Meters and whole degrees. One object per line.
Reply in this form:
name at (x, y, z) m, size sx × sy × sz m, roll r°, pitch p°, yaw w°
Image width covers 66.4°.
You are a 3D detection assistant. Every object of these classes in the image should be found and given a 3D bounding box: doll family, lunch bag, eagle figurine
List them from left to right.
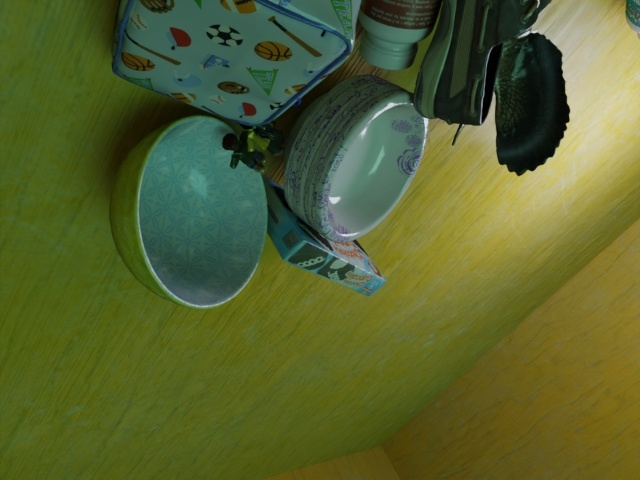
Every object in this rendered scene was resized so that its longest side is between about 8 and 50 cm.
lunch bag at (-0.101, -0.239, 0.564) m, size 0.243 × 0.115 × 0.303 m, roll 13°, pitch 169°, yaw -27°
doll family at (-0.091, -0.201, 0.769) m, size 0.111 × 0.076 × 0.193 m, roll 30°, pitch 70°, yaw -56°
eagle figurine at (0.318, -0.298, 0.890) m, size 0.225 × 0.226 × 0.298 m, roll -8°, pitch 136°, yaw 28°

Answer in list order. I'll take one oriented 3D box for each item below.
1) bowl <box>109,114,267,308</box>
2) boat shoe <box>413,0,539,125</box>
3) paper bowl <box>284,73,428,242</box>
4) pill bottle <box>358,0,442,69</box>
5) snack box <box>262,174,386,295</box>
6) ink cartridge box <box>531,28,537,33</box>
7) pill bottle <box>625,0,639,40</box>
bowl at (-0.227, -0.043, 0.774) m, size 0.156 × 0.290 × 0.289 m, roll 1°, pitch 159°, yaw 30°
boat shoe at (0.241, -0.324, 0.682) m, size 0.132 × 0.130 × 0.355 m, roll -47°, pitch 156°, yaw -40°
paper bowl at (0.050, -0.150, 0.866) m, size 0.284 × 0.148 × 0.284 m, roll -34°, pitch 146°, yaw -28°
pill bottle at (0.122, -0.371, 0.712) m, size 0.121 × 0.121 × 0.216 m, roll -15°, pitch 141°, yaw -25°
snack box at (0.000, 0.000, 1.008) m, size 0.060 × 0.187 × 0.322 m, roll -43°, pitch 145°, yaw 14°
ink cartridge box at (0.405, -0.392, 0.996) m, size 0.048 × 0.028 × 0.083 m, roll -25°, pitch 145°, yaw -12°
pill bottle at (0.699, -0.515, 0.978) m, size 0.146 × 0.146 × 0.264 m, roll -39°, pitch 145°, yaw 8°
